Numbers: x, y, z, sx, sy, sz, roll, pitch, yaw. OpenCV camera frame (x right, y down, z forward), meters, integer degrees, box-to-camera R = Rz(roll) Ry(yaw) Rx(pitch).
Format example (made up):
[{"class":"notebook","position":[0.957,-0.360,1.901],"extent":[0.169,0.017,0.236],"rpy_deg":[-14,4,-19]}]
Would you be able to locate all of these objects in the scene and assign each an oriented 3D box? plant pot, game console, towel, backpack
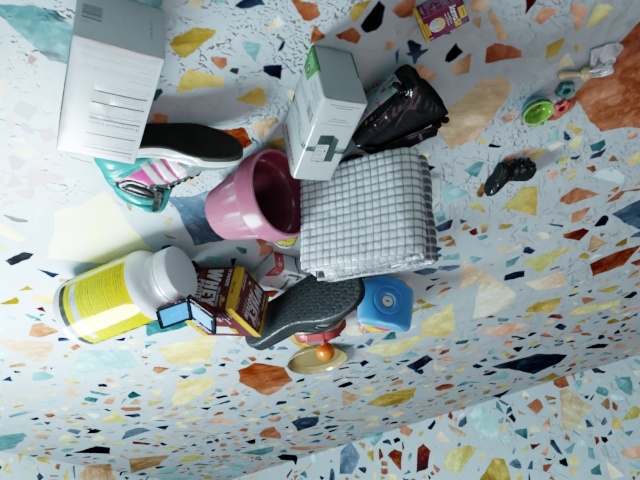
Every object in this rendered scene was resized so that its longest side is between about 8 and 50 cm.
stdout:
[{"class":"plant pot","position":[-0.014,0.460,2.126],"extent":[0.237,0.032,0.236],"rpy_deg":[-8,144,-6]},{"class":"game console","position":[-0.333,0.203,1.367],"extent":[0.124,0.085,0.144],"rpy_deg":[35,152,9]},{"class":"towel","position":[0.096,-0.044,1.135],"extent":[0.284,0.234,0.121],"rpy_deg":[-12,161,32]},{"class":"plant pot","position":[-0.148,-0.083,1.210],"extent":[0.180,0.201,0.201],"rpy_deg":[-16,147,34]},{"class":"backpack","position":[0.145,-0.253,1.100],"extent":[0.182,0.115,0.152],"rpy_deg":[-35,126,30]}]

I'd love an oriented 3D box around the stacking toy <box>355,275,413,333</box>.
[{"class":"stacking toy","position":[0.181,0.246,1.797],"extent":[0.175,0.165,0.302],"rpy_deg":[12,153,-5]}]

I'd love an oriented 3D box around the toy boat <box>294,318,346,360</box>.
[{"class":"toy boat","position":[0.008,0.316,1.771],"extent":[0.151,0.151,0.231],"rpy_deg":[-9,-178,12]}]

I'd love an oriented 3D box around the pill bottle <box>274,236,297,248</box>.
[{"class":"pill bottle","position":[-0.080,-0.037,1.384],"extent":[0.065,0.065,0.116],"rpy_deg":[3,142,-18]}]

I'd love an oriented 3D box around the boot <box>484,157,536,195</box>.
[{"class":"boot","position":[0.482,-0.159,1.384],"extent":[0.099,0.045,0.121],"rpy_deg":[-5,144,-14]}]

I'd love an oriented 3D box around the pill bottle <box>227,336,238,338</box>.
[{"class":"pill bottle","position":[-0.259,0.273,1.768],"extent":[0.067,0.067,0.120],"rpy_deg":[24,132,-39]}]

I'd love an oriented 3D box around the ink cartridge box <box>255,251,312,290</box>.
[{"class":"ink cartridge box","position":[-0.103,0.094,1.568],"extent":[0.135,0.056,0.099],"rpy_deg":[18,136,-34]}]

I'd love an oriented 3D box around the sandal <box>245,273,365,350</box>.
[{"class":"sandal","position":[-0.035,0.199,1.550],"extent":[0.446,0.167,0.107],"rpy_deg":[-27,136,36]}]

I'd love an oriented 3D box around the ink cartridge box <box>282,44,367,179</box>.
[{"class":"ink cartridge box","position":[0.001,-0.238,1.051],"extent":[0.087,0.153,0.208],"rpy_deg":[3,144,-21]}]

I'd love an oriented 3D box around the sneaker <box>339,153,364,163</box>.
[{"class":"sneaker","position":[0.095,-0.092,1.347],"extent":[0.163,0.106,0.281],"rpy_deg":[-25,137,-47]}]

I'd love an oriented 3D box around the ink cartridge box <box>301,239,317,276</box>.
[{"class":"ink cartridge box","position":[0.000,0.000,1.433],"extent":[0.097,0.046,0.207],"rpy_deg":[-43,154,-24]}]

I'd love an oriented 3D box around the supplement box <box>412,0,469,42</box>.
[{"class":"supplement box","position":[0.214,-0.401,0.972],"extent":[0.083,0.043,0.055],"rpy_deg":[-24,141,18]}]

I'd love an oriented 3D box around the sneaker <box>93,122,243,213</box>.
[{"class":"sneaker","position":[-0.309,-0.138,1.129],"extent":[0.296,0.123,0.178],"rpy_deg":[3,138,-6]}]

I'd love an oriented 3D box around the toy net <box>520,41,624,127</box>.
[{"class":"toy net","position":[0.546,-0.322,1.169],"extent":[0.232,0.045,0.122],"rpy_deg":[-35,138,30]}]

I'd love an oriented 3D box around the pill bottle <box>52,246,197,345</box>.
[{"class":"pill bottle","position":[-0.498,0.138,1.411],"extent":[0.334,0.187,0.188],"rpy_deg":[-21,144,15]}]

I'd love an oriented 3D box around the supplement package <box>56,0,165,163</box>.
[{"class":"supplement package","position":[-0.359,-0.268,0.924],"extent":[0.134,0.139,0.244],"rpy_deg":[8,140,-27]}]

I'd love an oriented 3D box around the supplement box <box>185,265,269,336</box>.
[{"class":"supplement box","position":[-0.276,0.174,1.527],"extent":[0.194,0.129,0.191],"rpy_deg":[-3,148,20]}]

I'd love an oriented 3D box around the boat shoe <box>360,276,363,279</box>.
[{"class":"boat shoe","position":[0.072,0.124,1.602],"extent":[0.121,0.119,0.335],"rpy_deg":[8,141,-24]}]
